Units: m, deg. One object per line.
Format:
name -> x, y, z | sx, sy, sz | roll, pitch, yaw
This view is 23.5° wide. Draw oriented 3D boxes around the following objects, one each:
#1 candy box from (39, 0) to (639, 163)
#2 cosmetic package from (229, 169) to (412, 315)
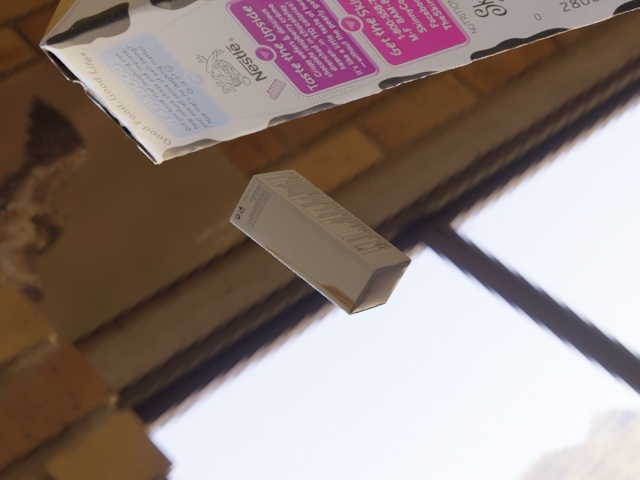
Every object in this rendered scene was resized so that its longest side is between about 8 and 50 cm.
candy box -> 0.029, -0.131, 0.530 | 0.233, 0.071, 0.159 | -16, 43, 34
cosmetic package -> 0.000, 0.000, 1.075 | 0.060, 0.115, 0.041 | -10, -46, -59
